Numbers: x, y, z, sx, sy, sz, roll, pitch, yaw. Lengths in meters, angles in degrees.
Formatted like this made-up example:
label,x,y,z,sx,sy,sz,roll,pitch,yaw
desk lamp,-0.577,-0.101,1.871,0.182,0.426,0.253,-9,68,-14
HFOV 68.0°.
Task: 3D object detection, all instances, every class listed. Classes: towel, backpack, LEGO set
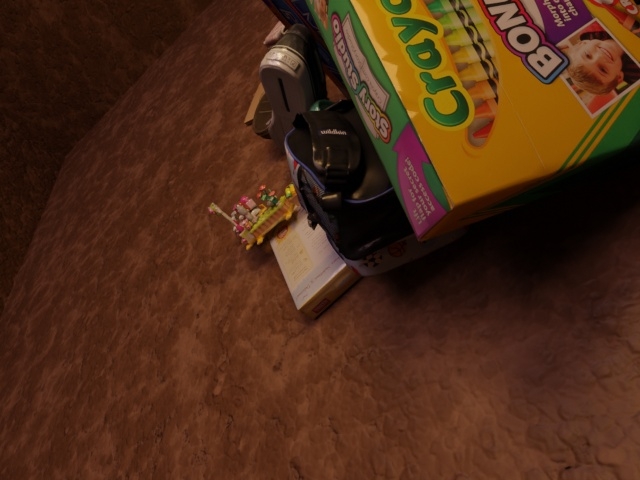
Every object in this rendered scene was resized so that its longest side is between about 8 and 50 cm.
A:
label,x,y,z,sx,sy,sz,roll,pitch,yaw
towel,-0.028,-0.713,1.420,0.332,0.053,0.317,-46,24,3
backpack,0.082,-0.098,0.668,0.277,0.213,0.263,-19,43,-16
LEGO set,-0.135,-0.067,0.919,0.287,0.107,0.132,-17,35,59

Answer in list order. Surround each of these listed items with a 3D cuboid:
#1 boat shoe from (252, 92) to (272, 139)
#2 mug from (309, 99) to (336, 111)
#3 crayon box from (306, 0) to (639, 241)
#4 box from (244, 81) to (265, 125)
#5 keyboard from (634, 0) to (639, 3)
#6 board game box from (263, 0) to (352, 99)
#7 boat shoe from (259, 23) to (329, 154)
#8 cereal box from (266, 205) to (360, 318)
label,x,y,z,sx,sy,sz,roll,pitch,yaw
boat shoe,-0.061,-0.355,1.161,0.111,0.104,0.307,5,62,38
mug,0.066,-0.191,0.840,0.130,0.157,0.097,-6,40,22
crayon box,0.181,-0.220,0.522,0.314,0.106,0.362,-19,75,-16
box,-0.123,-0.419,1.343,0.201,0.021,0.164,-10,53,41
keyboard,0.471,-0.429,0.722,0.100,0.038,0.191,-18,47,37
board game box,0.145,-0.447,0.807,0.356,0.356,0.356,-48,37,5
boat shoe,-0.028,-0.259,0.908,0.121,0.335,0.119,27,73,9
cereal box,0.000,0.000,0.838,0.173,0.047,0.240,-43,38,12
